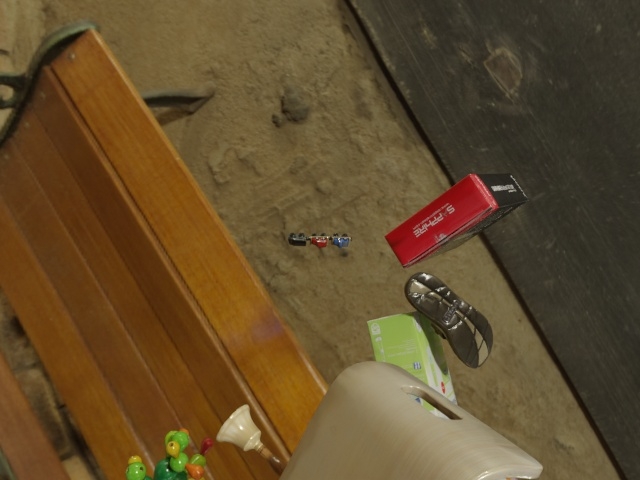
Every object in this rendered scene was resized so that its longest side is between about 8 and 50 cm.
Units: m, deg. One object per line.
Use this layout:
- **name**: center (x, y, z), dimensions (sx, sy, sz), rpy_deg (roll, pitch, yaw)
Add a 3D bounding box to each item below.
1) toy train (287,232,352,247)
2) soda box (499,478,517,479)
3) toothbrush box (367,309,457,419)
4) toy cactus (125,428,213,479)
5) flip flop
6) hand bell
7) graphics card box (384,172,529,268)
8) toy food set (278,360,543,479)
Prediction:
- **toy train**: center (0.000, 0.000, 1.293), dimensions (0.158, 0.036, 0.027), rpy_deg (1, 129, -6)
- **soda box**: center (0.408, 0.559, 1.294), dimensions (0.063, 0.183, 0.058), rpy_deg (-17, 51, 42)
- **toothbrush box**: center (0.231, 0.316, 1.307), dimensions (0.122, 0.206, 0.283), rpy_deg (-15, 80, 24)
- **toy cactus**: center (-0.252, 0.400, 0.865), dimensions (0.112, 0.219, 0.180), rpy_deg (26, 82, 11)
- **flip flop**: center (0.292, 0.180, 1.233), dimensions (0.277, 0.080, 0.112), rpy_deg (43, 78, -10)
- **hand bell**: center (-0.156, 0.576, 1.456), dimensions (0.242, 0.126, 0.126), rpy_deg (36, 108, 20)
- **graphics card box**: center (0.326, -0.054, 1.226), dimensions (0.233, 0.371, 0.094), rpy_deg (-39, 75, 30)
- **toy food set**: center (0.031, 0.264, 0.431), dimensions (0.092, 0.220, 0.306), rpy_deg (30, 86, -19)
